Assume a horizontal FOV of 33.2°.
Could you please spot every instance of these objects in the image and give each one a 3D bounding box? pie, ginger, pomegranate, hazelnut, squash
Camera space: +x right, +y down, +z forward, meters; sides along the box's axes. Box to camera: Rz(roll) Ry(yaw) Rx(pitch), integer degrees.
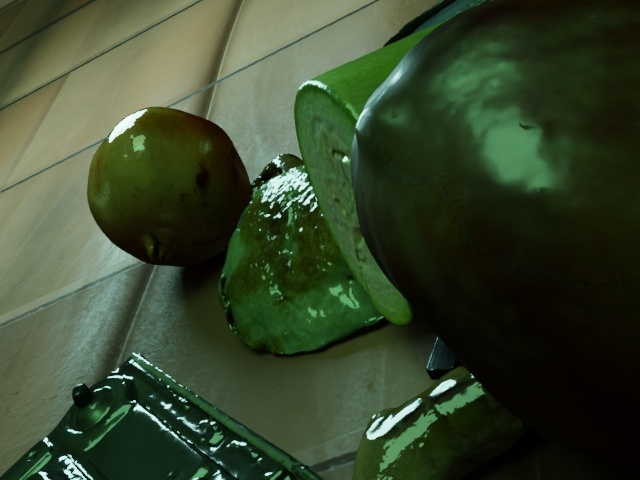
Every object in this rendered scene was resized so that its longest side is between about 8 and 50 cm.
[{"bbox_3d":[-0.001,0.007,1.161,0.274,0.105,0.257,-7,54,45],"label":"pie"},{"bbox_3d":[0.088,0.162,0.842,0.190,0.069,0.095,-36,24,0],"label":"ginger"},{"bbox_3d":[-0.194,-0.067,1.349,0.209,0.209,0.209,-26,30,16],"label":"pomegranate"},{"bbox_3d":[0.198,-0.020,0.733,0.365,0.366,0.366,-26,30,16],"label":"hazelnut"},{"bbox_3d":[0.154,-0.095,0.989,0.308,0.234,0.210,-23,22,-13],"label":"squash"}]

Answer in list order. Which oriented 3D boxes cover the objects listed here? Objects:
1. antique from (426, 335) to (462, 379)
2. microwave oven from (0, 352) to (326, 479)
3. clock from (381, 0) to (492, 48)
[{"bbox_3d":[0.138,0.054,1.009,0.031,0.015,0.192,-12,35,35],"label":"antique"},{"bbox_3d":[-0.153,0.305,0.697,0.394,0.247,0.333,-45,31,-17],"label":"microwave oven"},{"bbox_3d":[0.197,-0.253,1.309,0.325,0.067,0.325,-30,20,12],"label":"clock"}]
